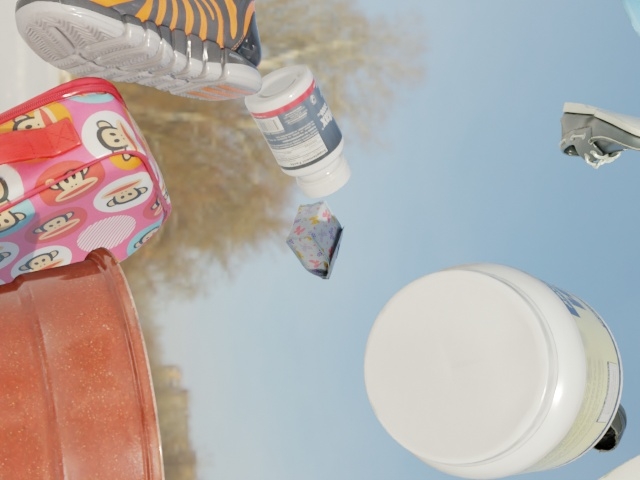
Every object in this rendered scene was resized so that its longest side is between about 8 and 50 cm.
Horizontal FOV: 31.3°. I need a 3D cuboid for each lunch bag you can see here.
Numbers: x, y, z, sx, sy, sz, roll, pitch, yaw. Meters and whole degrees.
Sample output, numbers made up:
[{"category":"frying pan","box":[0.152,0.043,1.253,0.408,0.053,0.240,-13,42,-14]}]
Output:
[{"category":"lunch bag","box":[0.000,0.000,1.509,0.083,0.053,0.071,58,38,-35]},{"category":"lunch bag","box":[-0.297,-0.031,1.082,0.120,0.293,0.258,62,-7,17]}]

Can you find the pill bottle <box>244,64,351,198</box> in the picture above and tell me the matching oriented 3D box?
[{"category":"pill bottle","box":[-0.027,-0.157,1.686,0.180,0.108,0.108,61,4,-31]}]

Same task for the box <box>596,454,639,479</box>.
[{"category":"box","box":[0.471,0.367,1.444,0.345,0.215,0.168,30,29,-58]}]

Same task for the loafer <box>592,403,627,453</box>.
[{"category":"loafer","box":[0.327,0.205,1.579,0.094,0.251,0.087,-53,-172,18]}]

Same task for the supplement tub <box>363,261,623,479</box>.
[{"category":"supplement tub","box":[0.202,0.150,1.304,0.325,0.235,0.235,19,66,-64]}]

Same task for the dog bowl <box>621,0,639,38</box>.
[{"category":"dog bowl","box":[0.406,-0.308,1.299,0.074,0.166,0.297,-29,-139,36]}]

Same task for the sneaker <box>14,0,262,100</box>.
[{"category":"sneaker","box":[-0.178,-0.254,1.155,0.321,0.125,0.180,8,79,-59]}]

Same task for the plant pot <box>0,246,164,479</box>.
[{"category":"plant pot","box":[-0.275,0.153,0.833,0.272,0.265,0.272,174,-90,-68]}]

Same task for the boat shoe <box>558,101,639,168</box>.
[{"category":"boat shoe","box":[0.483,-0.167,1.919,0.319,0.116,0.099,-128,-129,-74]}]
